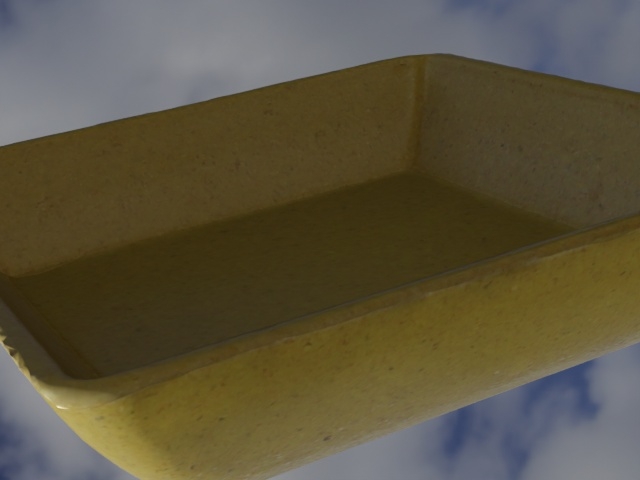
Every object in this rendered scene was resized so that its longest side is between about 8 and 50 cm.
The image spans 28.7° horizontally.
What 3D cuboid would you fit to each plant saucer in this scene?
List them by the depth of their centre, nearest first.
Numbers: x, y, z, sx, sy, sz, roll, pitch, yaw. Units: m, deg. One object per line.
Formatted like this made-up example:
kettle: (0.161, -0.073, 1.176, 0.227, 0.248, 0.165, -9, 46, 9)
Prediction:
plant saucer: (0.000, 0.000, 0.567, 0.333, 0.333, 0.081, -15, -69, -24)
